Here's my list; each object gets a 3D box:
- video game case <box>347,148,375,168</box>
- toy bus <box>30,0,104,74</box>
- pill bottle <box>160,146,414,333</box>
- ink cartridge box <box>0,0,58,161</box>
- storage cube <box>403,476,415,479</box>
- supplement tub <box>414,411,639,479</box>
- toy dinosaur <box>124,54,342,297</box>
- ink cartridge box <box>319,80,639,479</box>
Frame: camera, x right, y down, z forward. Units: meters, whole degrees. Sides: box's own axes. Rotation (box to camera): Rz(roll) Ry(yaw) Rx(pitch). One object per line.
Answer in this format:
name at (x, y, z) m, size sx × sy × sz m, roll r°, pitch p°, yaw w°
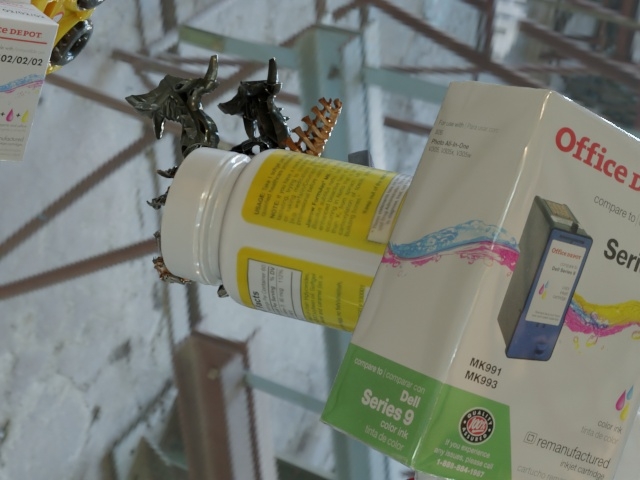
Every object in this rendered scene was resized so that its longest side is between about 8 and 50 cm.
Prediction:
video game case at (0.083, 0.062, 1.430) m, size 0.248 × 0.035 × 0.274 m, roll -89°, pitch 164°, yaw -62°
toy bus at (-0.324, -0.255, 1.216) m, size 0.220 × 0.149 × 0.211 m, roll -52°, pitch -178°, yaw 37°
pill bottle at (0.000, 0.000, 0.844) m, size 0.119 × 0.209 × 0.119 m, roll 13°, pitch 90°, yaw -74°
ink cartridge box at (-0.315, -0.169, 1.099) m, size 0.104 × 0.061 × 0.181 m, roll 0°, pitch 118°, yaw -44°
storage cube at (0.151, 0.376, 1.322) m, size 0.215 × 0.193 × 0.183 m, roll 72°, pitch 0°, yaw -51°
supplement tub at (0.192, 0.303, 1.018) m, size 0.235 × 0.235 × 0.324 m, roll -48°, pitch 141°, yaw -42°
toy dinosaur at (-0.079, -0.065, 1.224) m, size 0.164 × 0.322 × 0.218 m, roll 12°, pitch 59°, yaw -59°
ink cartridge box at (0.115, 0.034, 0.672) m, size 0.154 × 0.093 × 0.212 m, roll 23°, pitch 85°, yaw -34°
